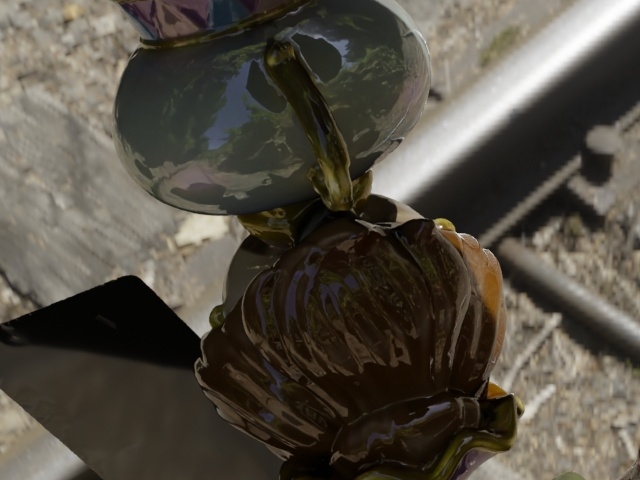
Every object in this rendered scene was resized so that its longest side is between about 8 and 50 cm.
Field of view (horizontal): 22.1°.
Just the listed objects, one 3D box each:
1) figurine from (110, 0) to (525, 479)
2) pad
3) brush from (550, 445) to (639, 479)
[{"bbox_3d":[0.000,0.000,0.696,0.142,0.263,0.189,-20,17,-2],"label":"figurine"},{"bbox_3d":[-0.097,0.124,1.070,0.159,0.265,0.009,-20,38,31],"label":"pad"},{"bbox_3d":[0.199,0.175,1.109,0.084,0.301,0.071,12,51,-11],"label":"brush"}]
